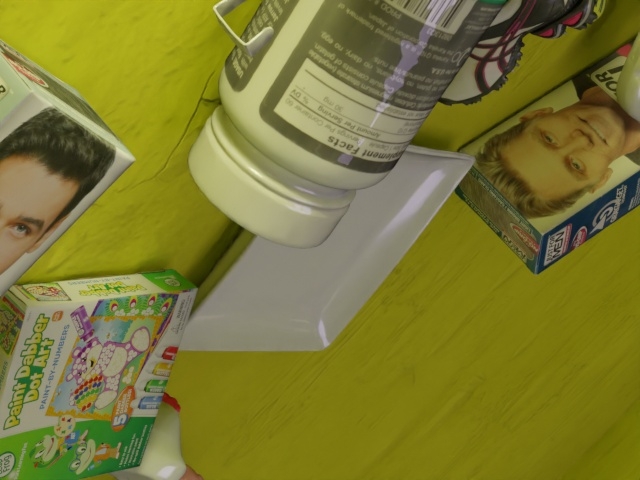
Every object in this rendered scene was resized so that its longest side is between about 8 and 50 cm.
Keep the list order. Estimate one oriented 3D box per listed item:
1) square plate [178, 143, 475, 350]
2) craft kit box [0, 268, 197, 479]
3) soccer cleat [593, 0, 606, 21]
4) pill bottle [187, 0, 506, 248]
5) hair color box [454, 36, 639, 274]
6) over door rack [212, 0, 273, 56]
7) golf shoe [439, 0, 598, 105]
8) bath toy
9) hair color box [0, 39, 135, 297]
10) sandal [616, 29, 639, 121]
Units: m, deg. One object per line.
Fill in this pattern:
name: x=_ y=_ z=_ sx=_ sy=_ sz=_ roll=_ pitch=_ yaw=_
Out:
square plate: x=0.000 y=0.000 z=2.020 sx=0.347 sy=0.049 sz=0.344 roll=-52 pitch=152 yaw=19
craft kit box: x=-0.274 y=0.157 z=1.813 sx=0.247 sy=0.061 sz=0.249 roll=-4 pitch=120 yaw=-45
soccer cleat: x=0.305 y=-0.345 z=1.870 sx=0.121 sy=0.093 sz=0.289 roll=-40 pitch=152 yaw=-1
pill bottle: x=0.025 y=-0.181 z=1.616 sx=0.204 sy=0.204 sz=0.361 roll=-2 pitch=133 yaw=-52
hair color box: x=0.369 y=-0.123 z=2.193 sx=0.347 sy=0.174 sz=0.105 roll=-33 pitch=153 yaw=-18
over door rack: x=-0.027 y=-0.356 z=1.369 sx=0.324 sy=0.108 sz=0.239 roll=-54 pitch=156 yaw=-14
golf shoe: x=0.187 y=-0.247 z=1.831 sx=0.120 sy=0.105 sz=0.273 roll=13 pitch=149 yaw=-31
bath toy: x=-0.205 y=0.311 z=2.123 sx=0.348 sy=0.151 sz=0.129 roll=78 pitch=25 yaw=-57
hair color box: x=-0.365 y=-0.004 z=1.456 sx=0.374 sy=0.113 sz=0.185 roll=-45 pitch=153 yaw=5
sandal: x=0.484 y=-0.354 z=2.096 sx=0.169 sy=0.102 sz=0.416 roll=22 pitch=100 yaw=-45
